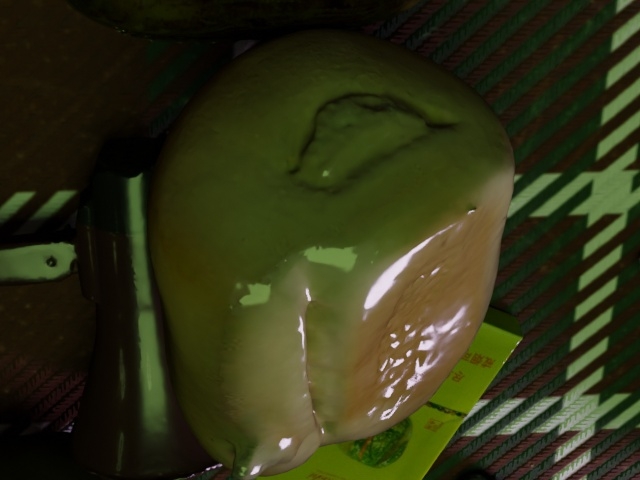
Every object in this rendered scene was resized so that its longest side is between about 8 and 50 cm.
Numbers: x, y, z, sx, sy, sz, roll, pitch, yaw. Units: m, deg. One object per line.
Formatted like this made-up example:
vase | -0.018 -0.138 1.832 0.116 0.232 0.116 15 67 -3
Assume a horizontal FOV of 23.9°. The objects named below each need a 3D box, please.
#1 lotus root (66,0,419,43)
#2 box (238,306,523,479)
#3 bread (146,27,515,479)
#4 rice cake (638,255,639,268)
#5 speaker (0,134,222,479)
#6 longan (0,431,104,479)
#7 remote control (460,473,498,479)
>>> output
lotus root | -0.045 -0.269 1.292 0.397 0.179 0.196 -3 98 -2
box | 0.062 0.191 1.698 0.187 0.047 0.335 21 118 -19
bread | 0.000 0.000 1.333 0.348 0.253 0.376 -31 154 -16
rice cake | 0.472 -0.001 1.615 0.270 0.055 0.049 -19 113 7
speaker | -0.217 0.062 1.545 0.259 0.198 0.329 2 113 25
longan | -0.292 0.348 1.630 0.297 0.297 0.297 -3 124 -5
remote control | 0.150 0.368 1.828 0.072 0.042 0.222 23 117 -20
